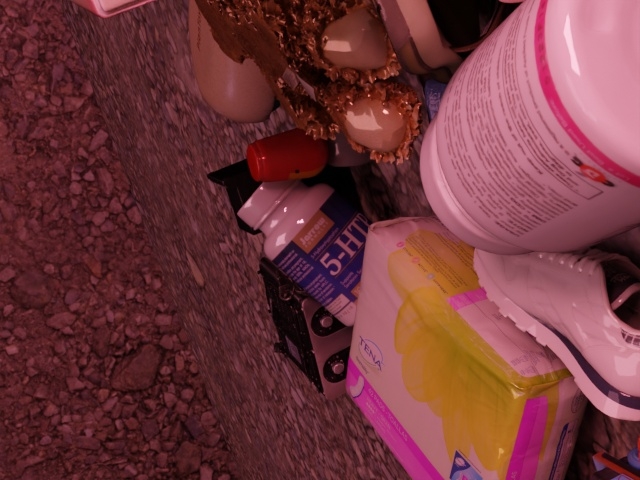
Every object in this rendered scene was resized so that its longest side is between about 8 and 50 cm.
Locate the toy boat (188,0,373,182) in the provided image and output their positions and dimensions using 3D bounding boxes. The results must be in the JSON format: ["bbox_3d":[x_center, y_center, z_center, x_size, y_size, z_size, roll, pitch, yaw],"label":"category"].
[{"bbox_3d":[-0.050,-0.199,1.361,0.267,0.148,0.318,104,148,-56],"label":"toy boat"}]

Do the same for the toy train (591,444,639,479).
[{"bbox_3d":[0.273,0.220,0.936,0.184,0.105,0.080,23,134,66],"label":"toy train"}]

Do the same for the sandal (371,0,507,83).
[{"bbox_3d":[0.095,-0.179,0.861,0.120,0.086,0.303,59,-165,-6],"label":"sandal"}]

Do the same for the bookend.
[{"bbox_3d":[-0.035,-0.035,1.464,0.072,0.156,0.157,23,135,67],"label":"bookend"}]

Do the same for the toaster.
[{"bbox_3d":[-0.002,0.100,1.619,0.186,0.110,0.168,39,147,57],"label":"toaster"}]

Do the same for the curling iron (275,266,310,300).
[{"bbox_3d":[0.050,0.092,1.449,0.274,0.068,0.035,29,148,30],"label":"curling iron"}]

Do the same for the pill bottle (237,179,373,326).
[{"bbox_3d":[0.000,0.000,1.368,0.187,0.112,0.112,41,163,-3],"label":"pill bottle"}]

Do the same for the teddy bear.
[{"bbox_3d":[-0.003,-0.202,1.123,0.245,0.113,0.338,60,167,-23],"label":"teddy bear"}]

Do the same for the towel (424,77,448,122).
[{"bbox_3d":[0.139,-0.109,0.963,0.119,0.029,0.067,-4,110,43],"label":"towel"}]

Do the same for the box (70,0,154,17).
[{"bbox_3d":[-0.148,-0.254,0.806,0.232,0.127,0.148,35,147,60],"label":"box"}]

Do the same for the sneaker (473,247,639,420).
[{"bbox_3d":[0.212,0.040,0.958,0.235,0.090,0.094,45,140,44],"label":"sneaker"}]

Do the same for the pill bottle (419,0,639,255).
[{"bbox_3d":[0.169,-0.081,0.765,0.160,0.160,0.283,65,163,5],"label":"pill bottle"}]

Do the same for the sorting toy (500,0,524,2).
[{"bbox_3d":[0.145,-0.200,0.828,0.083,0.075,0.045,65,164,5],"label":"sorting toy"}]

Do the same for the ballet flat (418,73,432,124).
[{"bbox_3d":[0.123,-0.125,1.053,0.250,0.058,0.084,68,168,-19],"label":"ballet flat"}]

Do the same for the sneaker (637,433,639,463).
[{"bbox_3d":[0.289,0.114,0.848,0.175,0.067,0.064,110,155,-46],"label":"sneaker"}]

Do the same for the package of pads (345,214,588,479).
[{"bbox_3d":[0.134,0.133,1.180,0.296,0.101,0.229,48,139,48],"label":"package of pads"}]
